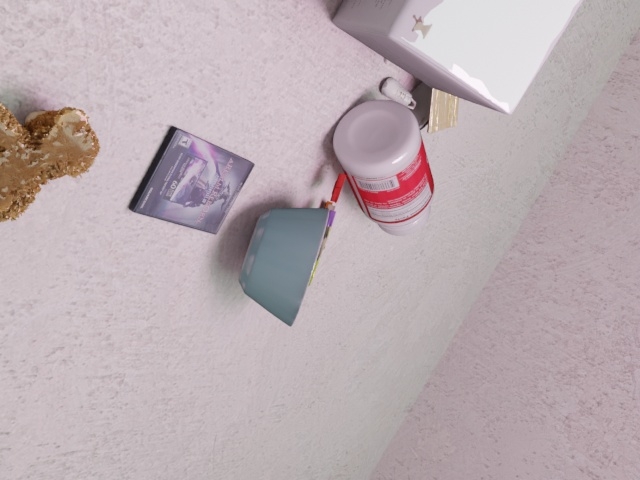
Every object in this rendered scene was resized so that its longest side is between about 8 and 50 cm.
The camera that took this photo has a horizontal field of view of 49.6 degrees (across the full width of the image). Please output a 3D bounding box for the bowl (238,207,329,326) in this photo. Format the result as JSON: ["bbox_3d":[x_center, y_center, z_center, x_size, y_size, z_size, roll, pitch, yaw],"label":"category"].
[{"bbox_3d":[-0.101,0.042,1.723,0.311,0.163,0.312,-161,-90,-85],"label":"bowl"}]

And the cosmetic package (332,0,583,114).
[{"bbox_3d":[0.281,-0.513,1.471,0.327,0.394,0.329,27,102,-23],"label":"cosmetic package"}]

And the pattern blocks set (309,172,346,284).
[{"bbox_3d":[0.000,0.000,1.873,0.325,0.026,0.286,115,-8,-57],"label":"pattern blocks set"}]

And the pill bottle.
[{"bbox_3d":[0.193,-0.183,1.928,0.229,0.229,0.408,-49,149,-11],"label":"pill bottle"}]

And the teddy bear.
[{"bbox_3d":[-0.532,-0.124,1.111,0.338,0.113,0.245,-41,140,-11],"label":"teddy bear"}]

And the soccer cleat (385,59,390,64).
[{"bbox_3d":[0.204,-0.492,1.850,0.083,0.029,0.036,-27,148,-35],"label":"soccer cleat"}]

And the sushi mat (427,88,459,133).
[{"bbox_3d":[0.354,-0.459,1.912,0.151,0.019,0.317,-24,126,-42],"label":"sushi mat"}]

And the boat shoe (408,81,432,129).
[{"bbox_3d":[0.343,-0.439,2.011,0.091,0.114,0.303,26,97,-53],"label":"boat shoe"}]

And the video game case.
[{"bbox_3d":[-0.275,-0.123,1.528,0.274,0.026,0.196,19,103,-58],"label":"video game case"}]

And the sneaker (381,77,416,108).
[{"bbox_3d":[0.221,-0.407,1.921,0.152,0.061,0.054,14,109,-56],"label":"sneaker"}]
